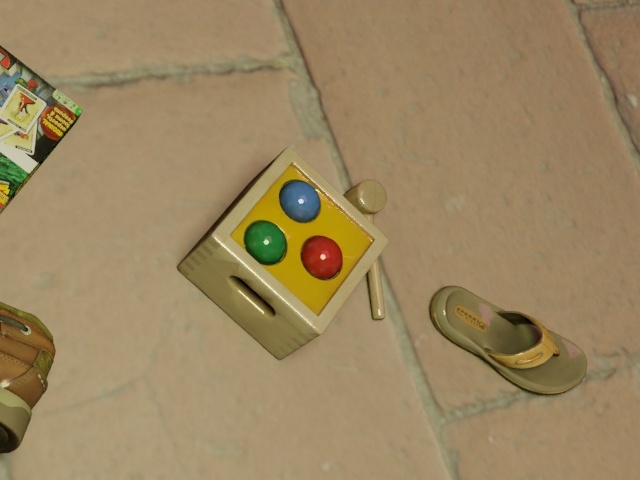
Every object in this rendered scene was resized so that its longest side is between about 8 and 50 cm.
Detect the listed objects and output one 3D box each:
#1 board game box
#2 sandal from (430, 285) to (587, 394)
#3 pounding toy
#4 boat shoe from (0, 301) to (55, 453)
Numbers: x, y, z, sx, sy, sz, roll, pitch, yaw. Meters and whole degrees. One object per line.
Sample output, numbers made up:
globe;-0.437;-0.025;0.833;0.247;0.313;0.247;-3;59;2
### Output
board game box;-0.340;-0.142;1.055;0.259;0.030;0.136;38;57;-10
sandal;0.191;0.096;1.239;0.180;0.049;0.072;30;57;-16
pounding toy;0.010;0.003;1.149;0.181;0.094;0.206;43;55;-7
boat shoe;-0.341;0.046;0.930;0.307;0.110;0.104;35;51;-24
